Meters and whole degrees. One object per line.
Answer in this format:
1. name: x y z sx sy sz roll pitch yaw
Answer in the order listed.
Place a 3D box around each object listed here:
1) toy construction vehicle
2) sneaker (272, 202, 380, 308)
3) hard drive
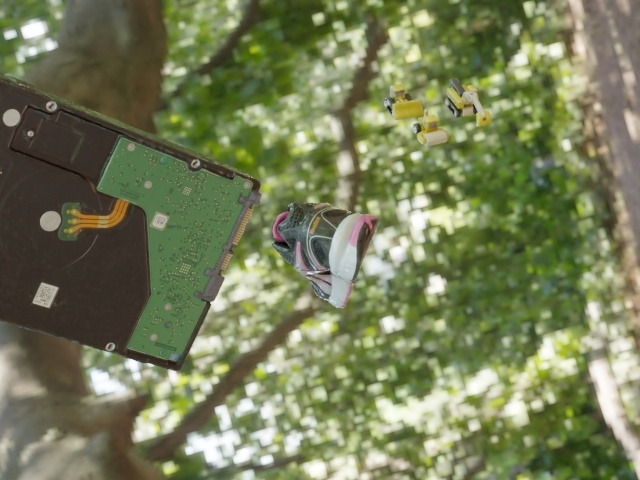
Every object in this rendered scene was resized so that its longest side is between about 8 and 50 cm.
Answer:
1. toy construction vehicle: 0.117 -0.135 1.401 0.098 0.086 0.035 -117 19 -53
2. sneaker: 0.000 0.000 1.106 0.178 0.077 0.072 103 -170 -75
3. hard drive: -0.247 -0.014 1.463 0.339 0.236 0.064 20 -171 -35
